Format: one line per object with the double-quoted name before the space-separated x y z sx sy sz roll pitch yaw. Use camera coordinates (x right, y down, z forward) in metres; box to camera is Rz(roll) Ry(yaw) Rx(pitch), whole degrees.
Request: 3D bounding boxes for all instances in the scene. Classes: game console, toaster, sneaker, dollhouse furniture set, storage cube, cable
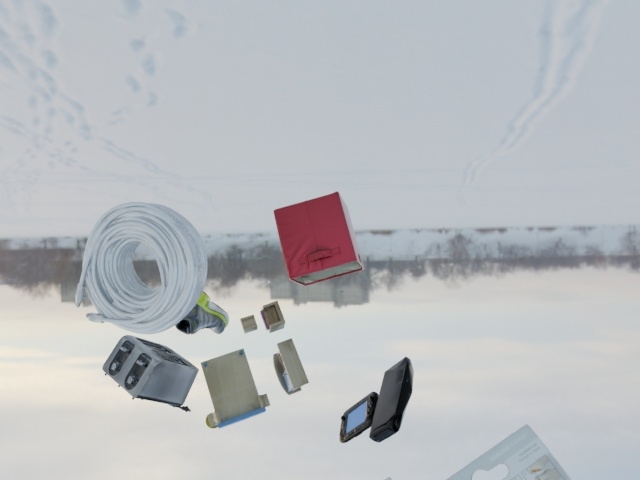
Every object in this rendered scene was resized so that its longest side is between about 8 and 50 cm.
"game console" 0.145 0.484 1.682 0.044 0.213 0.361 31 134 -8
"toaster" -0.409 0.326 1.474 0.168 0.110 0.186 23 173 40
"sneaker" -0.369 0.224 1.768 0.111 0.121 0.300 21 161 25
"dollhouse furniture set" -0.226 0.377 1.763 0.303 0.286 0.198 -18 163 -15
"storage cube" 0.000 0.000 1.607 0.184 0.193 0.215 -16 167 8
"cable" -0.340 0.054 1.159 0.257 0.257 0.089 16 -170 18

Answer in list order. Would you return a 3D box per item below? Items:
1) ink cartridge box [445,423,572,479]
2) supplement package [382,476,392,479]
"ink cartridge box" 0.406 0.615 1.177 0.308 0.385 0.091 -30 157 -11
"supplement package" 0.163 0.935 1.894 0.263 0.198 0.199 -40 179 24
